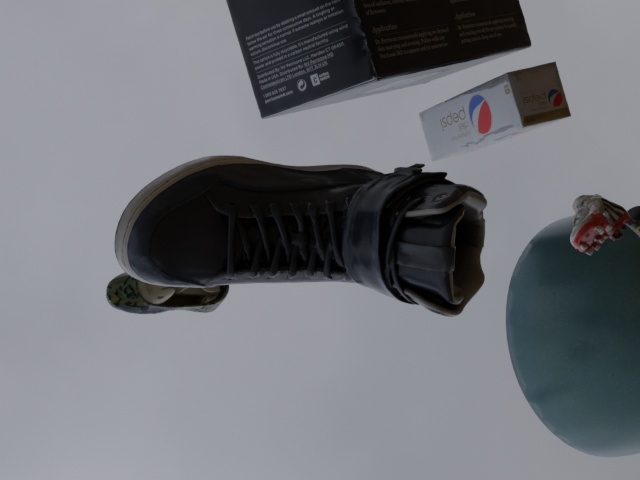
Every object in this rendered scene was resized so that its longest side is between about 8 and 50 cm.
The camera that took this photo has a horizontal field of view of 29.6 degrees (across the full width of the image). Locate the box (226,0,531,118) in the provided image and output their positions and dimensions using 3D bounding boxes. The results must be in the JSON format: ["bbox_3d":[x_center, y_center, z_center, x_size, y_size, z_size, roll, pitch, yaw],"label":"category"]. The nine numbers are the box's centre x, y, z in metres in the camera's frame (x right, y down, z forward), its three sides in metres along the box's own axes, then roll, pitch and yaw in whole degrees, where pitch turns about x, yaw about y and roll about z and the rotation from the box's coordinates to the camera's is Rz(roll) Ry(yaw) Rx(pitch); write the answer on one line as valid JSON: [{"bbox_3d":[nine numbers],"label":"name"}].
[{"bbox_3d":[0.054,-0.335,1.425,0.343,0.179,0.313,-19,-86,-49],"label":"box"}]

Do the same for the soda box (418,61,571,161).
[{"bbox_3d":[0.207,-0.153,1.473,0.074,0.216,0.069,-15,-91,-25],"label":"soda box"}]

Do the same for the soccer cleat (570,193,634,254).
[{"bbox_3d":[0.173,-0.013,0.779,0.035,0.029,0.083,43,-151,20],"label":"soccer cleat"}]

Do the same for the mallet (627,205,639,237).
[{"bbox_3d":[0.288,0.033,0.891,0.190,0.062,0.039,48,-146,-34],"label":"mallet"}]

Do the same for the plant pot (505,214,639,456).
[{"bbox_3d":[0.383,0.094,1.368,0.290,0.195,0.290,8,-105,-30],"label":"plant pot"}]

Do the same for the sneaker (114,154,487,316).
[{"bbox_3d":[0.001,-0.002,0.761,0.226,0.163,0.086,-9,-71,-32],"label":"sneaker"}]

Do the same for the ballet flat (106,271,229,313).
[{"bbox_3d":[-0.203,0.064,1.658,0.188,0.070,0.070,0,-122,-45],"label":"ballet flat"}]
